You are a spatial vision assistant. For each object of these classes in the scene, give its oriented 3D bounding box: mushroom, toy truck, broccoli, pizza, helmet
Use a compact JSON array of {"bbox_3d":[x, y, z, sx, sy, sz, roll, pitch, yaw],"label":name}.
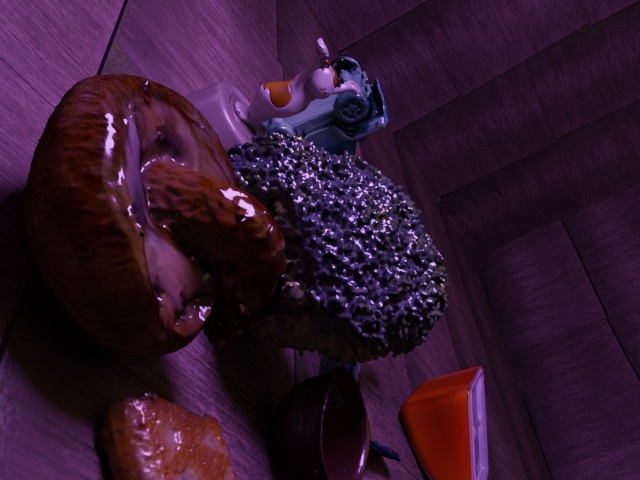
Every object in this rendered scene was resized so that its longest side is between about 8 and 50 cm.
[{"bbox_3d":[-0.165,-0.010,0.663,0.283,0.195,0.263,44,28,-7],"label":"mushroom"},{"bbox_3d":[-0.007,-0.230,1.297,0.155,0.279,0.156,-99,164,-46],"label":"toy truck"},{"bbox_3d":[-0.019,0.029,0.888,0.375,0.302,0.249,44,20,-1],"label":"broccoli"},{"bbox_3d":[-0.139,0.220,0.646,0.182,0.062,0.161,56,25,-5],"label":"pizza"},{"bbox_3d":[-0.007,0.260,0.874,0.155,0.106,0.175,51,31,-49],"label":"helmet"}]

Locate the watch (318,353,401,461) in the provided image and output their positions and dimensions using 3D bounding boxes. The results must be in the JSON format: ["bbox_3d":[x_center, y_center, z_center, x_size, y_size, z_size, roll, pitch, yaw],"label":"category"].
[{"bbox_3d":[0.092,0.214,1.122,0.274,0.068,0.276,39,55,-51],"label":"watch"}]

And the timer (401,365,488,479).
[{"bbox_3d":[0.296,0.426,1.426,0.257,0.161,0.250,0,73,-71],"label":"timer"}]

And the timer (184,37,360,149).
[{"bbox_3d":[-0.078,-0.225,1.104,0.175,0.266,0.175,53,21,-30],"label":"timer"}]
